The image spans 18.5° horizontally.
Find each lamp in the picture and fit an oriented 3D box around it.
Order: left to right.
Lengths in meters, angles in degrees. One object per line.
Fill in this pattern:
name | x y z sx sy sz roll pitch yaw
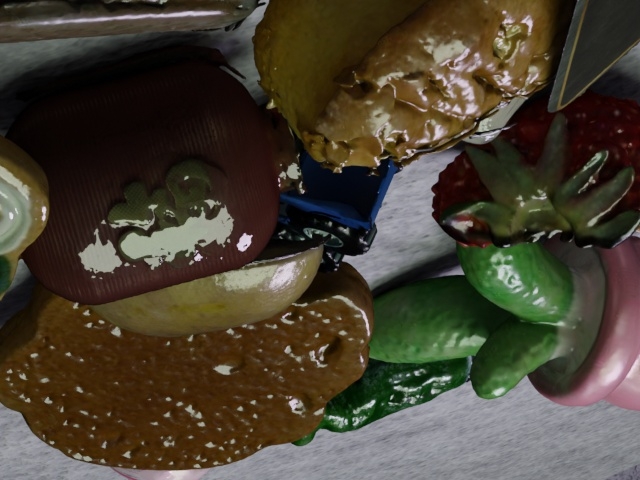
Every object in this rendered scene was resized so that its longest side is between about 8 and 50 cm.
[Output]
lamp | -0.143 -0.048 1.497 0.258 0.180 0.180 -14 160 -6

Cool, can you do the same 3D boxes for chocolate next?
chocolate | -0.171 -0.162 1.309 0.329 0.065 0.102 -7 157 -35

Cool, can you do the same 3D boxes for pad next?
pad | 0.317 -0.214 1.400 0.375 0.063 0.315 -41 166 -13

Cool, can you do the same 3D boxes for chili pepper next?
chili pepper | 0.041 0.177 2.370 0.270 0.099 0.136 -16 -174 -27

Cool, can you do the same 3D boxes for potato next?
potato | -0.126 0.045 1.631 0.261 0.100 0.120 7 -158 29

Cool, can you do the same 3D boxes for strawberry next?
strawberry | 0.236 -0.082 1.854 0.233 0.138 0.306 -7 -168 24

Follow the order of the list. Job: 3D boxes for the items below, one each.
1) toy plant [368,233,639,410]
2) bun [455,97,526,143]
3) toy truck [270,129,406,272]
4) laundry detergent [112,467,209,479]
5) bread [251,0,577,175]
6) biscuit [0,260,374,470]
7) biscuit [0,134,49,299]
toy plant | 0.252 0.088 2.171 0.356 0.211 0.317 5 153 -25
bun | 0.122 -0.123 1.642 0.138 0.094 0.138 -17 164 -5
toy truck | 0.000 -0.059 1.650 0.126 0.113 0.208 27 162 -11
laundry detergent | -0.193 0.235 2.277 0.159 0.088 0.335 16 165 2
bread | 0.082 -0.167 1.364 0.260 0.160 0.147 -26 149 -17
biscuit | -0.128 0.090 1.867 0.359 0.074 0.381 6 133 -16
biscuit | -0.361 -0.005 1.395 0.287 0.057 0.344 22 142 -25
